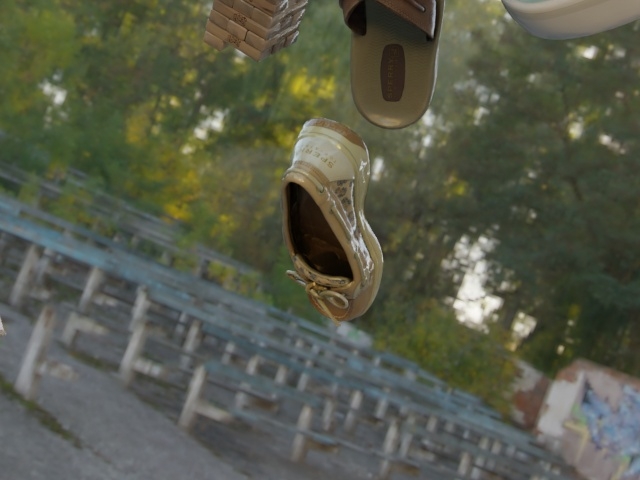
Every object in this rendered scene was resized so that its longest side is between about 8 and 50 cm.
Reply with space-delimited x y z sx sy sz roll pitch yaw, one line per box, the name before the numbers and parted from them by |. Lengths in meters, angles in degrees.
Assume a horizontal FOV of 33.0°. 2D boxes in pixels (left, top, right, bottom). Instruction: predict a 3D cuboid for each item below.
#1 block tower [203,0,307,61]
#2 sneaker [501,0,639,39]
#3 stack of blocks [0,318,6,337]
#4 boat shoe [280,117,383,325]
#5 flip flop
block tower | -0.051 -0.377 1.318 0.097 0.335 0.091 33 41 14
sneaker | 0.213 -0.265 0.574 0.150 0.366 0.135 28 34 -36
stack of blocks | -0.394 0.055 0.756 0.171 0.297 0.087 65 8 10
boat shoe | 0.000 0.000 1.139 0.104 0.089 0.285 17 -38 23
flip flop | 0.061 -0.218 1.017 0.112 0.080 0.277 8 -52 14
